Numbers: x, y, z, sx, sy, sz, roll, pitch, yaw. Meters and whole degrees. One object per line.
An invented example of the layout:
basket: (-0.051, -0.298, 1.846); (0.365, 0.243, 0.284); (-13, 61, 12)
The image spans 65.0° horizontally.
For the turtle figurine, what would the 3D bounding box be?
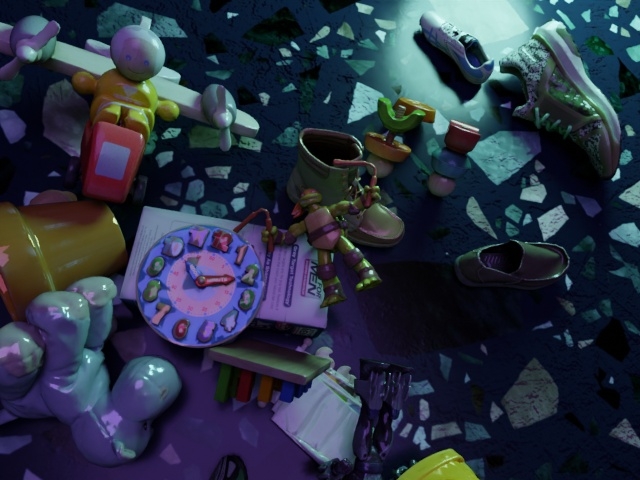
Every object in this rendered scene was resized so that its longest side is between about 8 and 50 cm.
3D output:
turtle figurine: (0.000, 0.000, 0.857); (0.269, 0.087, 0.218); (-23, 77, 5)

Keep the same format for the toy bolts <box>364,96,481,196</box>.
toy bolts: (0.218, -0.200, 1.095); (0.228, 0.159, 0.218); (24, 25, 11)

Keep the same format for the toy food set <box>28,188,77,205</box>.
toy food set: (-0.503, -0.059, 0.939); (0.082, 0.020, 0.083); (5, 68, -8)

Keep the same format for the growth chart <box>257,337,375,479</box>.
growth chart: (0.011, 0.302, 0.884); (0.237, 0.021, 0.172); (45, 67, 9)

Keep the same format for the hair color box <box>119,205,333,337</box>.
hair color box: (-0.157, 0.062, 0.906); (0.346, 0.105, 0.174); (10, 68, -6)

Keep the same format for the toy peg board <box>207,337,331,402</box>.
toy peg board: (-0.083, 0.224, 0.817); (0.160, 0.161, 0.079); (12, 89, 15)

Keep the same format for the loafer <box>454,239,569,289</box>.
loafer: (0.403, 0.049, 1.022); (0.251, 0.087, 0.095); (-6, 69, -12)

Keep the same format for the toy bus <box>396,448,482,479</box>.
toy bus: (0.224, 0.456, 0.728); (0.149, 0.211, 0.221); (-21, 102, -24)

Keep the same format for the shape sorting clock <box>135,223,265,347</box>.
shape sorting clock: (-0.194, 0.070, 0.817); (0.206, 0.040, 0.206); (3, 69, -8)

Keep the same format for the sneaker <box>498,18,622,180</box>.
sneaker: (0.558, -0.309, 1.199); (0.182, 0.158, 0.411); (-25, 74, 14)

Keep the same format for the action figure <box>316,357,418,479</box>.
action figure: (0.082, 0.341, 0.815); (0.185, 0.099, 0.285); (17, 77, -32)

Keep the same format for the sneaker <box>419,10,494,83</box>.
sneaker: (0.338, -0.489, 1.233); (0.085, 0.086, 0.237); (-35, 76, -19)

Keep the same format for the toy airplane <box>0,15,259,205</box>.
toy airplane: (-0.342, -0.286, 0.913); (0.384, 0.272, 0.386); (51, 49, 4)

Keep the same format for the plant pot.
plant pot: (-0.439, 0.019, 0.837); (0.187, 0.205, 0.205); (-24, 73, -35)

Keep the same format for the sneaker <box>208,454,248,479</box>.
sneaker: (-0.228, 0.458, 0.716); (0.146, 0.134, 0.344); (36, 67, 6)

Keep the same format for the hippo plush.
hippo plush: (-0.344, 0.222, 0.731); (0.236, 0.234, 0.294); (36, 70, 4)

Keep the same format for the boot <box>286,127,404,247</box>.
boot: (0.062, -0.096, 0.955); (0.261, 0.203, 0.095); (31, 65, 4)
